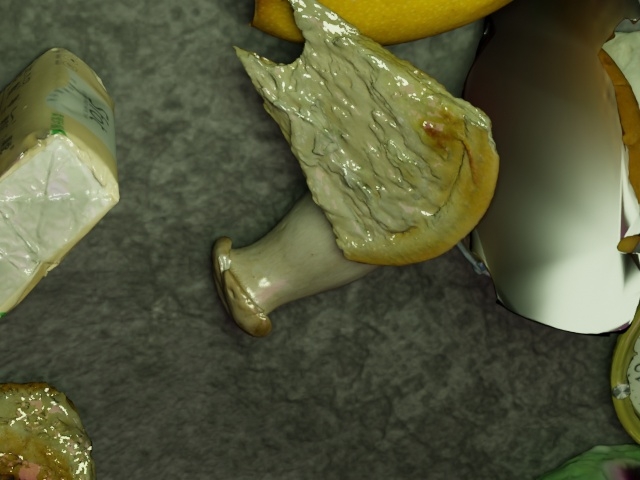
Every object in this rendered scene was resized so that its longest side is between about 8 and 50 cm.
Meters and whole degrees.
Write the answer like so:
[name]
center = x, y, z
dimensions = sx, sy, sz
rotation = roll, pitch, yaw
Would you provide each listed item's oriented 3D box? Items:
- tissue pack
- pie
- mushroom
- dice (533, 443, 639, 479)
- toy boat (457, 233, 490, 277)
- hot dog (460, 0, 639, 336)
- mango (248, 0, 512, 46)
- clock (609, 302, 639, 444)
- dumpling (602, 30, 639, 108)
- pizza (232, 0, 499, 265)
[tissue pack]
center = -0.237, -0.040, 1.310
dimensions = 0.090, 0.222, 0.186
rotation = 41, 101, -20
[pie]
center = -0.351, 0.250, 1.522
dimensions = 0.308, 0.085, 0.308
rotation = -6, 121, -11
[mushroom]
center = 0.000, 0.000, 1.478
dimensions = 0.213, 0.088, 0.097
rotation = -28, 113, 8
[dice]
center = 0.348, 0.414, 1.669
dimensions = 0.318, 0.330, 0.322
rotation = 7, 118, -18
[toy boat]
center = 0.148, -0.019, 1.525
dimensions = 0.069, 0.059, 0.173
rotation = -34, 122, 5
[hot dog]
center = 0.213, -0.085, 1.434
dimensions = 0.194, 0.107, 0.326
rotation = 12, 85, 9
[mango]
center = 0.097, -0.263, 1.326
dimensions = 0.359, 0.144, 0.187
rotation = -35, 107, 14
[clock]
center = 0.388, 0.109, 1.669
dimensions = 0.237, 0.057, 0.237
rotation = -6, 118, -12
[dumpling]
center = 0.285, -0.087, 1.504
dimensions = 0.134, 0.100, 0.169
rotation = -34, 121, 20
[pizza]
center = 0.038, -0.089, 1.340
dimensions = 0.181, 0.034, 0.262
rotation = -22, 116, 32
